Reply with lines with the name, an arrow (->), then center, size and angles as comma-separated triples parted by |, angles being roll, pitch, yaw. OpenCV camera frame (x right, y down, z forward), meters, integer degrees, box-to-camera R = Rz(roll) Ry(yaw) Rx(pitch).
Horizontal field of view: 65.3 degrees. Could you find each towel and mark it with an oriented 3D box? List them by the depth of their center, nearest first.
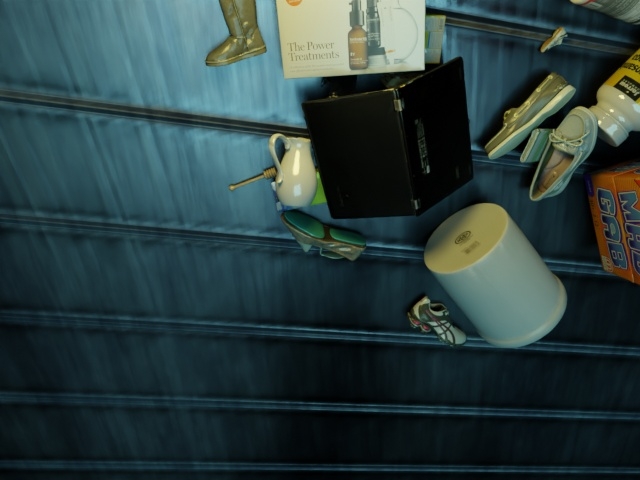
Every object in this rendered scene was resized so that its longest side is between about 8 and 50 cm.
towel -> 0.698, -0.303, 1.583 | 0.151, 0.023, 0.113 | -11, 132, -37

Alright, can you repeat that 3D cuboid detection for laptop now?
laptop -> 0.214, -0.285, 1.464 | 0.407, 0.236, 0.382 | -32, 125, -24

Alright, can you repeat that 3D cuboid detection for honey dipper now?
honey dipper -> -0.213, -0.188, 1.567 | 0.160, 0.030, 0.031 | -20, 119, 8

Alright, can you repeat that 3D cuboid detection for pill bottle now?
pill bottle -> 0.837, -0.684, 1.347 | 0.283, 0.161, 0.161 | 11, 117, -13
pill bottle -> 0.956, -0.449, 1.477 | 0.187, 0.188, 0.334 | 34, 109, -23

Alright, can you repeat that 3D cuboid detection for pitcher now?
pitcher -> -0.087, -0.204, 1.466 | 0.177, 0.125, 0.207 | -3, 99, -46

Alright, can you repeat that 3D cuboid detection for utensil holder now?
utensil holder -> 0.575, 0.112, 1.669 | 0.327, 0.328, 0.385 | -38, 114, 14

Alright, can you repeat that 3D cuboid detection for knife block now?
knife block -> 0.311, -0.371, 1.495 | 0.275, 0.088, 0.242 | -1, 118, -7

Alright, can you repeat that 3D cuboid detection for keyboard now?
keyboard -> 0.058, -0.492, 1.415 | 0.100, 0.038, 0.192 | 8, 100, 3

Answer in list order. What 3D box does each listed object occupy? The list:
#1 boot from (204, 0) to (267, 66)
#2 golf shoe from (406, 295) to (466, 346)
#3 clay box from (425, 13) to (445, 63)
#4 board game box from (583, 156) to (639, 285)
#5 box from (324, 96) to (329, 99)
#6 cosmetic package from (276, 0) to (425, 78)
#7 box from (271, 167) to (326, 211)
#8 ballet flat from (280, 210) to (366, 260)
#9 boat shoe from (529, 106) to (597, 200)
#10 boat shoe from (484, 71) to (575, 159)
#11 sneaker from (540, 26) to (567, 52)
boot -> -0.245, -0.583, 1.317 | 0.189, 0.076, 0.209 | -23, 127, -10
golf shoe -> 0.461, 0.312, 1.887 | 0.272, 0.105, 0.120 | 27, 105, -20
clay box -> 0.228, -0.565, 1.398 | 0.221, 0.053, 0.128 | -1, 119, -5
board game box -> 1.112, -0.082, 1.551 | 0.356, 0.356, 0.357 | -17, 100, 3
box -> 0.046, -0.394, 1.470 | 0.083, 0.052, 0.062 | -30, 119, 8
cosmetic package -> 0.080, -0.580, 1.293 | 0.376, 0.097, 0.285 | -2, 114, 7
box -> -0.060, -0.161, 1.590 | 0.178, 0.042, 0.109 | -12, 118, 0
ballet flat -> 0.000, 0.000, 1.657 | 0.315, 0.108, 0.106 | 20, 124, -16
boat shoe -> 0.748, -0.260, 1.558 | 0.103, 0.118, 0.321 | -26, 146, -30
boat shoe -> 0.622, -0.376, 1.531 | 0.305, 0.091, 0.109 | -43, 160, 23
sneaker -> 0.685, -0.578, 1.460 | 0.037, 0.032, 0.083 | 36, 110, -23
